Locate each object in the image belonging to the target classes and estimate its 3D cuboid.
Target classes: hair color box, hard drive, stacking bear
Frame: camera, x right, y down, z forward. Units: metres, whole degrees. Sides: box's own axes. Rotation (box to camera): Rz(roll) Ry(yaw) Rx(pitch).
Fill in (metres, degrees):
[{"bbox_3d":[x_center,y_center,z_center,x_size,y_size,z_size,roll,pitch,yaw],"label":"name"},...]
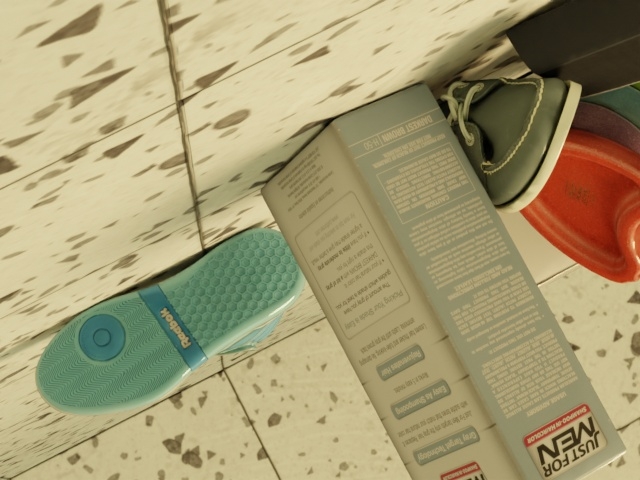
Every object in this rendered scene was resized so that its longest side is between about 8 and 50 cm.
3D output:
[{"bbox_3d":[0.104,0.068,1.547,0.114,0.374,0.185,-24,173,-28],"label":"hair color box"},{"bbox_3d":[0.309,-0.196,1.494,0.255,0.054,0.172,-20,166,23],"label":"hard drive"},{"bbox_3d":[0.322,-0.130,1.689,0.289,0.164,0.175,-50,157,-30],"label":"stacking bear"}]

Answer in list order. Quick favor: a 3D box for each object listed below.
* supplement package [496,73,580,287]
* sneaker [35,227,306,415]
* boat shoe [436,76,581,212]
[{"bbox_3d":[0.226,-0.058,1.826,0.262,0.204,0.145,-27,174,-9],"label":"supplement package"},{"bbox_3d":[-0.161,0.108,1.907,0.319,0.127,0.208,-26,172,-7],"label":"sneaker"},{"bbox_3d":[0.142,-0.092,1.548,0.319,0.099,0.116,158,-46,-76],"label":"boat shoe"}]
